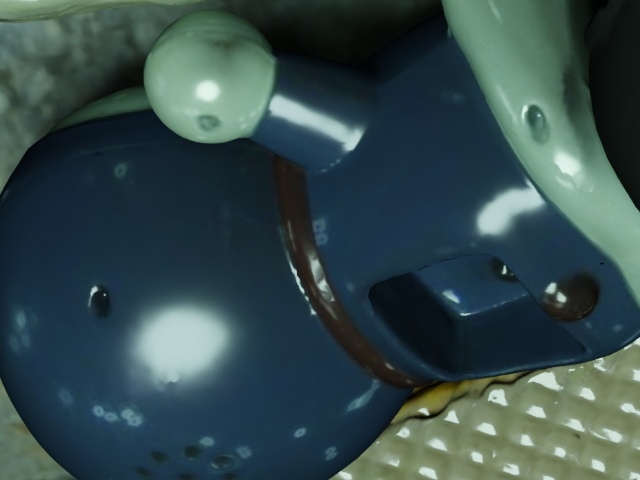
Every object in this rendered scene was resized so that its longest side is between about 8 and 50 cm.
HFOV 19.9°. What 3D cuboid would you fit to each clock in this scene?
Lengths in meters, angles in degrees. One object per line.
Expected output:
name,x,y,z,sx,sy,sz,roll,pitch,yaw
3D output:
clock,0.000,0.000,0.600,0.243,0.146,0.199,-23,138,24

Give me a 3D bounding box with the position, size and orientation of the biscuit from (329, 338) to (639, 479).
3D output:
biscuit,0.035,0.094,0.706,0.379,0.054,0.094,-22,113,23

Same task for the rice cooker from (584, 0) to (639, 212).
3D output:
rice cooker,0.196,-0.089,0.454,0.224,0.267,0.267,23,122,2

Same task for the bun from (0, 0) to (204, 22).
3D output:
bun,-0.079,-0.178,0.520,0.239,0.141,0.239,2,121,4
